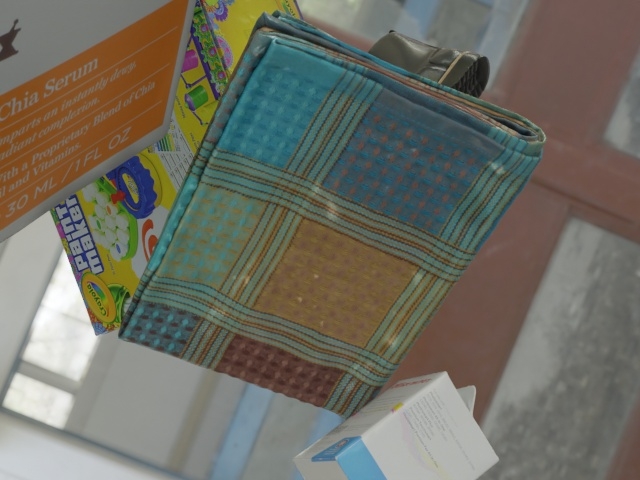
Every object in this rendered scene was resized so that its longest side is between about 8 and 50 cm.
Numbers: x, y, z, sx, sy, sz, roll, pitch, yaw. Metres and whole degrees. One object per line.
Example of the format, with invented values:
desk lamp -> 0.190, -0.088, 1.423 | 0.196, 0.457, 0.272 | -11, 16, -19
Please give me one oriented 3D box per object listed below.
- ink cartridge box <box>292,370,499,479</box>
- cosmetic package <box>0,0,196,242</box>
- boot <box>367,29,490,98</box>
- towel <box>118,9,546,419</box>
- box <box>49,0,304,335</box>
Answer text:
ink cartridge box -> 0.069, 0.178, 1.094 | 0.143, 0.090, 0.092 | -33, 4, -25
cosmetic package -> -0.181, -0.222, 0.777 | 0.230, 0.161, 0.453 | -41, -22, -42
boot -> 0.077, -0.155, 1.456 | 0.198, 0.137, 0.077 | -41, -39, -34
towel -> 0.000, 0.000, 1.178 | 0.040, 0.271, 0.370 | -88, 23, -54
box -> -0.135, -0.089, 1.368 | 0.279, 0.290, 0.177 | -20, 0, 32
